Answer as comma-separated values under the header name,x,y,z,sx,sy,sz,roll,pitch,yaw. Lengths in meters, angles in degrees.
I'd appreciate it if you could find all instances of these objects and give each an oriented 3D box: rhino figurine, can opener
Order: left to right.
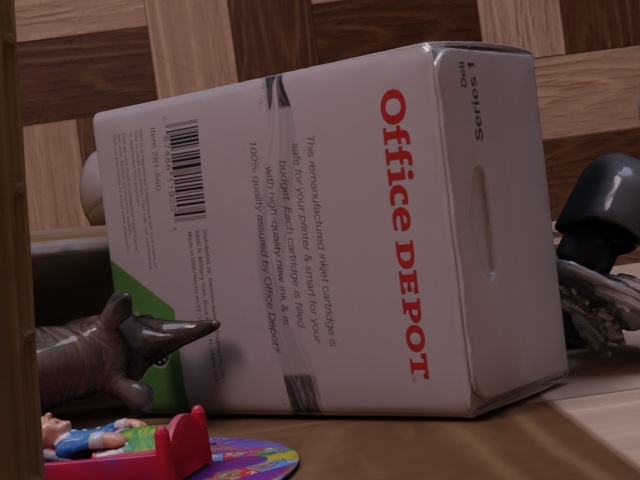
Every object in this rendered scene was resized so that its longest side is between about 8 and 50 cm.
name,x,y,z,sx,sy,sz,roll,pitch,yaw
rhino figurine,-0.163,0.065,0.561,0.243,0.073,0.106,-10,-4,-10
can opener,0.134,0.015,0.701,0.074,0.093,0.280,27,-7,-6

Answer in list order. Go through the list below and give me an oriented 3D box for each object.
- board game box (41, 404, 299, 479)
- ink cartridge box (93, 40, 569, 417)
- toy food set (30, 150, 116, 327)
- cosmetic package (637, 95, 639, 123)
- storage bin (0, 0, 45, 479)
name,x,y,z,sx,sy,sz,roll,pitch,yaw
board game box,-0.093,0.080,0.474,0.169,0.033,0.133,-9,2,-31
ink cartridge box,0.000,0.000,0.609,0.219,0.160,0.093,-5,2,39
toy food set,-0.205,0.016,0.719,0.220,0.092,0.306,-34,-18,36
cosmetic package,0.283,-0.027,0.597,0.225,0.138,0.224,-6,2,8
storage bin,-0.152,-0.015,0.187,0.123,0.260,0.262,-3,2,10
